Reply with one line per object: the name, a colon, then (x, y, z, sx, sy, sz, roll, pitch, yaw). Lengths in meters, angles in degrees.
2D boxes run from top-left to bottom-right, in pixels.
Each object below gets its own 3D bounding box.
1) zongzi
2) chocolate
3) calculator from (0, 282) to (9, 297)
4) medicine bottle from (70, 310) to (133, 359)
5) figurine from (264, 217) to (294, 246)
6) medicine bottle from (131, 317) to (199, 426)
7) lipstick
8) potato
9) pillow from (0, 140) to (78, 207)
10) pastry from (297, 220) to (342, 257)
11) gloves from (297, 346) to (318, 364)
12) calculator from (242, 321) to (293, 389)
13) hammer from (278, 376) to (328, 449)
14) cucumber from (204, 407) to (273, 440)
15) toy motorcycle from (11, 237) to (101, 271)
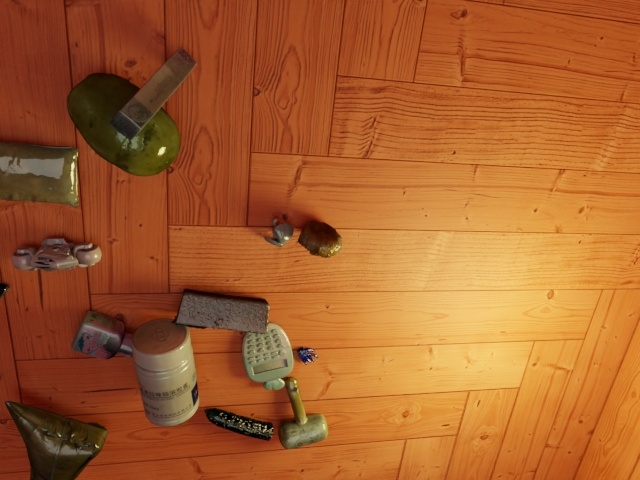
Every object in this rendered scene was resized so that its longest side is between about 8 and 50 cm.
zongzi: (-0.987, 0.726, 1.736, 0.360, 0.160, 0.323, 35, 101, -25)
chocolate: (-0.334, 0.238, 1.697, 0.320, 0.112, 0.112, 9, 95, -15)
calculator: (-1.113, 0.165, 1.529, 0.268, 0.040, 0.177, -30, 115, 6)
medicine bottle: (-0.709, 0.325, 1.658, 0.187, 0.094, 0.119, 26, 105, -22)
figurine: (-0.132, -0.023, 1.656, 0.094, 0.082, 0.086, 21, 92, -47)
medicine bottle: (-0.521, 0.443, 1.688, 0.189, 0.190, 0.333, -5, 120, -11)
lipstick: (-0.425, -0.387, 1.294, 0.066, 0.318, 0.068, 42, 136, -24)
potato: (-0.525, -0.311, 1.355, 0.215, 0.216, 0.304, -37, 119, 5)
pillow: (-0.848, -0.190, 1.408, 0.302, 0.075, 0.185, 3, 115, -17)
pastry: (0.001, -0.004, 1.648, 0.153, 0.153, 0.081, 20, 116, -20)
gloves: (-0.048, 0.437, 1.900, 0.064, 0.026, 0.086, -36, 116, 2)
calculator: (-0.195, 0.433, 1.857, 0.183, 0.042, 0.296, -11, 113, -8)
hammer: (-0.084, 0.668, 1.964, 0.201, 0.113, 0.306, -13, 108, -10)
cucumber: (-0.318, 0.709, 1.938, 0.299, 0.072, 0.072, 24, 107, -20)
toy motorcycle: (-0.799, 0.053, 1.509, 0.253, 0.112, 0.113, -5, 115, -10)
